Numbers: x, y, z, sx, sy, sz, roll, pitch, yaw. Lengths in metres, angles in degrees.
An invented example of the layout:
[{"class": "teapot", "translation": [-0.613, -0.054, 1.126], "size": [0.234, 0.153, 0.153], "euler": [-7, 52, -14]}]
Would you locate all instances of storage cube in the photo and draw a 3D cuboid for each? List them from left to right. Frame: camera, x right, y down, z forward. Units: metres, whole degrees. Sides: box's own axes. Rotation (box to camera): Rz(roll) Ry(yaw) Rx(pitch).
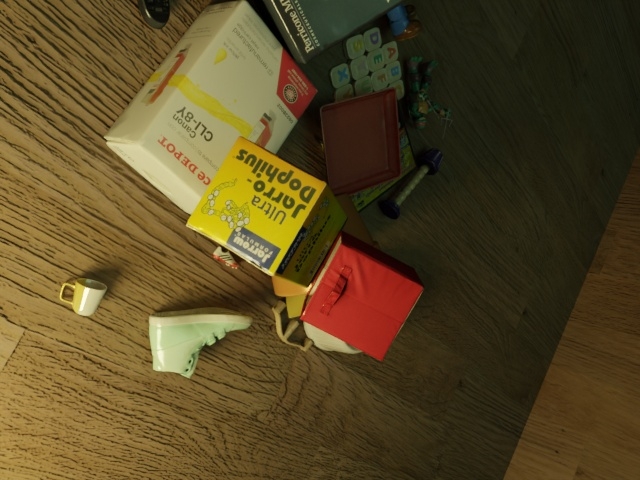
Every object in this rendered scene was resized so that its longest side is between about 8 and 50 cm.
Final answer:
[{"class": "storage cube", "translation": [0.085, 0.112, 1.293], "size": [0.193, 0.215, 0.184], "euler": [28, 98, -3]}]

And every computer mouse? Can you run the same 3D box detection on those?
[{"class": "computer mouse", "translation": [-0.348, -0.547, 1.211], "size": [0.071, 0.041, 0.242], "euler": [-16, 105, -49]}]

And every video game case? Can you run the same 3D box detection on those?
[{"class": "video game case", "translation": [0.146, -0.244, 1.736], "size": [0.275, 0.035, 0.248], "euler": [-38, 124, -22]}]

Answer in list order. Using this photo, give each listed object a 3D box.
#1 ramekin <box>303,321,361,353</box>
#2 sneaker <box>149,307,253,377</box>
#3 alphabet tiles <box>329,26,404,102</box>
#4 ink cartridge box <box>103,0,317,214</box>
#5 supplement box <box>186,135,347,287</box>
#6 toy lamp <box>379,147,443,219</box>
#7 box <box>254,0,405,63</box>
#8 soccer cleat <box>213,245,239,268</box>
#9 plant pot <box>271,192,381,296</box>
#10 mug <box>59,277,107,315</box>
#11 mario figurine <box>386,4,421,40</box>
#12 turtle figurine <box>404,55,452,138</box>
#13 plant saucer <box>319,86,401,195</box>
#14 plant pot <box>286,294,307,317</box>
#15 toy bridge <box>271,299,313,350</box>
[{"class": "ramekin", "translation": [0.088, 0.203, 1.755], "size": [0.273, 0.127, 0.273], "euler": [-13, 110, -41]}, {"class": "sneaker", "translation": [-0.281, 0.241, 1.433], "size": [0.256, 0.094, 0.151], "euler": [0, 95, -34]}, {"class": "alphabet tiles", "translation": [0.140, -0.442, 1.712], "size": [0.278, 0.021, 0.284], "euler": [-33, 121, -34]}, {"class": "ink cartridge box", "translation": [-0.223, -0.271, 1.309], "size": [0.279, 0.160, 0.385], "euler": [45, 70, -40]}, {"class": "supplement box", "translation": [-0.089, -0.040, 1.243], "size": [0.195, 0.194, 0.356], "euler": [-60, 169, -3]}, {"class": "toy lamp", "translation": [0.288, -0.183, 1.884], "size": [0.275, 0.080, 0.080], "euler": [-47, 129, -22]}, {"class": "box", "translation": [0.034, -0.621, 1.306], "size": [0.395, 0.212, 0.293], "euler": [-33, 118, -2]}, {"class": "soccer cleat", "translation": [-0.226, 0.042, 1.482], "size": [0.083, 0.029, 0.035], "euler": [31, 83, -39]}, {"class": "plant pot", "translation": [0.000, 0.000, 1.532], "size": [0.291, 0.291, 0.203], "euler": [-19, 98, -39]}, {"class": "mug", "translation": [-0.484, 0.115, 1.244], "size": [0.062, 0.078, 0.064], "euler": [-10, 121, -76]}, {"class": "mario figurine", "translation": [0.191, -0.690, 1.582], "size": [0.170, 0.198, 0.320], "euler": [-49, 135, -6]}, {"class": "turtle figurine", "translation": [0.309, -0.421, 1.813], "size": [0.175, 0.118, 0.234], "euler": [-2, 87, -58]}, {"class": "plant saucer", "translation": [0.104, -0.264, 1.642], "size": [0.259, 0.048, 0.258], "euler": [-23, 118, -31]}, {"class": "plant pot", "translation": [-0.047, 0.153, 1.638], "size": [0.081, 0.081, 0.083], "euler": [-22, 95, -62]}, {"class": "toy bridge", "translation": [-0.087, 0.245, 1.669], "size": [0.063, 0.026, 0.188], "euler": [-48, 128, -22]}]
